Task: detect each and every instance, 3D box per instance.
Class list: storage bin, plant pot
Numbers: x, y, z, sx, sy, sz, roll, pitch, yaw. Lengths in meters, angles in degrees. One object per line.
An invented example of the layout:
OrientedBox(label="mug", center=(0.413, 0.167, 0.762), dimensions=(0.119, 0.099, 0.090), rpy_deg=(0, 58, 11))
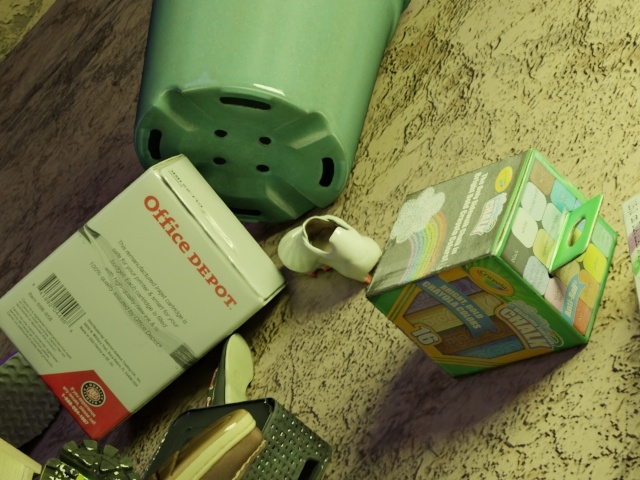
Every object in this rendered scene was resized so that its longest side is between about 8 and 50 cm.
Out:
OrientedBox(label="storage bin", center=(-0.089, 0.232, 1.759), dimensions=(0.180, 0.084, 0.122), rpy_deg=(-13, 42, 50))
OrientedBox(label="plant pot", center=(-0.068, -0.224, 2.123), dimensions=(0.341, 0.341, 0.334), rpy_deg=(-26, 40, 39))

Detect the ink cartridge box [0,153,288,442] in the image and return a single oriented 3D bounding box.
OrientedBox(label="ink cartridge box", center=(-0.204, 0.063, 2.022), dimensions=(0.273, 0.197, 0.114), rpy_deg=(-39, 1, 19))

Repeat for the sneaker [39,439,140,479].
OrientedBox(label="sneaker", center=(-0.253, 0.381, 1.801), dimensions=(0.146, 0.134, 0.343), rpy_deg=(114, 169, -49))

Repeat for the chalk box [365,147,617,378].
OrientedBox(label="chalk box", center=(0.172, 0.018, 1.595), dimensions=(0.213, 0.132, 0.132), rpy_deg=(-19, 37, 45))

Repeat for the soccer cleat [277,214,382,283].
OrientedBox(label="soccer cleat", center=(0.000, 0.000, 1.953), dimensions=(0.068, 0.076, 0.196), rpy_deg=(-54, 25, -13))

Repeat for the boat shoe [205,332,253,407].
OrientedBox(label="boat shoe", center=(-0.100, 0.154, 1.927), dimensions=(0.042, 0.049, 0.133), rpy_deg=(-26, 37, 25))

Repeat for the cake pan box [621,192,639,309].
OrientedBox(label="cake pan box", center=(0.361, -0.004, 1.398), dimensions=(0.245, 0.070, 0.267), rpy_deg=(-33, 29, 25))

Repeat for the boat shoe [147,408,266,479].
OrientedBox(label="boat shoe", center=(-0.148, 0.309, 1.617), dimensions=(0.342, 0.123, 0.123), rpy_deg=(-51, 5, -6))

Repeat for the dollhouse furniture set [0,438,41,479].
OrientedBox(label="dollhouse furniture set", center=(-0.500, 0.371, 1.865), dimensions=(0.394, 0.362, 0.256), rpy_deg=(-37, 27, 29))

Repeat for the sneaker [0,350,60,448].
OrientedBox(label="sneaker", center=(-0.443, 0.249, 2.277), dimensions=(0.293, 0.102, 0.146), rpy_deg=(-55, 25, -14))
